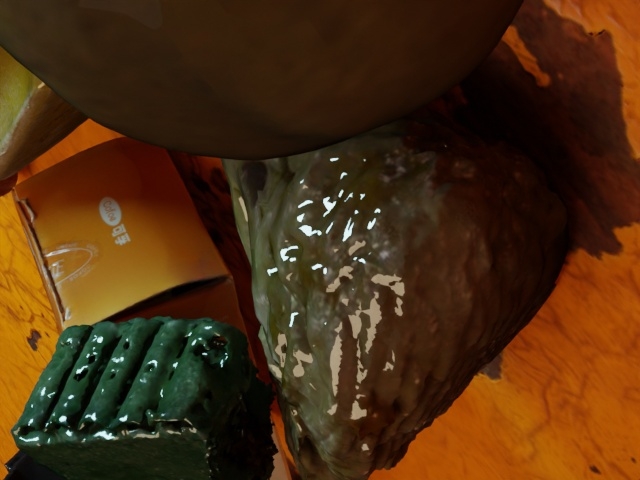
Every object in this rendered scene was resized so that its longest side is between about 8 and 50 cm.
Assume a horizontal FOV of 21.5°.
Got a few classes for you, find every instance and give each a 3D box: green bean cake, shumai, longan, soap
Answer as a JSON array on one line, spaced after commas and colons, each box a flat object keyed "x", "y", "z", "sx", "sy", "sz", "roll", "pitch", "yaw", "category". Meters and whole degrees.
[{"x": -0.090, "y": 0.144, "z": 1.230, "sx": 0.193, "sy": 0.107, "sz": 0.208, "roll": -9, "pitch": 140, "yaw": 36, "category": "green bean cake"}, {"x": -0.003, "y": -0.002, "z": 1.126, "sx": 0.283, "sy": 0.217, "sz": 0.346, "roll": 44, "pitch": 155, "yaw": 10, "category": "shumai"}, {"x": -0.057, "y": -0.213, "z": 0.859, "sx": 0.361, "sy": 0.361, "sz": 0.361, "roll": 35, "pitch": 148, "yaw": 26, "category": "longan"}, {"x": -0.195, "y": -0.147, "z": 1.284, "sx": 0.080, "sy": 0.160, "sz": 0.257, "roll": 49, "pitch": 153, "yaw": -1, "category": "soap"}]

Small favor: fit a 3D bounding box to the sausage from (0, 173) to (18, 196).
[{"x": -0.374, "y": -0.123, "z": 1.661, "sx": 0.197, "sy": 0.076, "sz": 0.076, "roll": 53, "pitch": 152, "yaw": -4, "category": "sausage"}]

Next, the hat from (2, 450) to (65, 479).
[{"x": -0.196, "y": 0.297, "z": 1.754, "sx": 0.336, "sy": 0.238, "sz": 0.209, "roll": -18, "pitch": 107, "yaw": 50, "category": "hat"}]

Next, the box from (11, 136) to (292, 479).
[{"x": -0.136, "y": 0.110, "z": 1.449, "sx": 0.225, "sy": 0.143, "sz": 0.341, "roll": -121, "pitch": 15, "yaw": -49, "category": "box"}]
